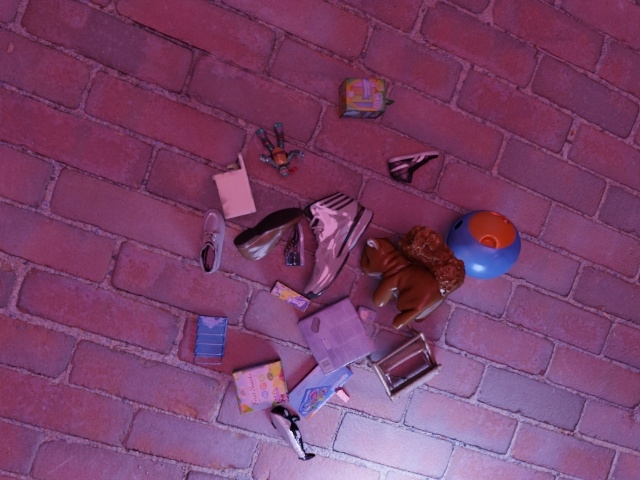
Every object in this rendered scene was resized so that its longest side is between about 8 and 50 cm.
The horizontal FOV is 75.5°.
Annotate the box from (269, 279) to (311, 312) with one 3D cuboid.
[{"bbox_3d":[-0.124,0.233,1.725,0.169,0.054,0.059,32,89,-10],"label":"box"}]

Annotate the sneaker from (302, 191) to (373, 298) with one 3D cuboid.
[{"bbox_3d":[0.000,0.000,1.687,0.258,0.169,0.447,33,79,-6],"label":"sneaker"}]

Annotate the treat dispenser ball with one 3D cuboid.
[{"bbox_3d":[0.676,0.017,1.722,0.288,0.288,0.288,-1,94,-9],"label":"treat dispenser ball"}]

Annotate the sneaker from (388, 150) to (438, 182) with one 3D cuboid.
[{"bbox_3d":[0.402,-0.309,1.768,0.217,0.079,0.121,-10,99,0],"label":"sneaker"}]

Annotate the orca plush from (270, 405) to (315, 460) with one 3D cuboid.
[{"bbox_3d":[-0.103,0.795,1.744,0.102,0.151,0.287,-41,97,-36],"label":"orca plush"}]

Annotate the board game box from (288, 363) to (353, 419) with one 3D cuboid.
[{"bbox_3d":[-0.007,0.625,1.783,0.281,0.027,0.145,-44,97,-4],"label":"board game box"}]

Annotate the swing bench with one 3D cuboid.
[{"bbox_3d":[0.361,0.534,1.768,0.253,0.165,0.254,-31,98,-6],"label":"swing bench"}]

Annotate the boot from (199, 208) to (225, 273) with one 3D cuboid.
[{"bbox_3d":[-0.426,0.003,1.625,0.095,0.123,0.258,1,94,-9],"label":"boot"}]

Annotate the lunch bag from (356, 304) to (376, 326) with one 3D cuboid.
[{"bbox_3d":[0.193,0.326,1.784,0.083,0.053,0.071,19,89,1],"label":"lunch bag"}]

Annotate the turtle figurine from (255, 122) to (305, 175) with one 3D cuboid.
[{"bbox_3d":[-0.166,-0.344,1.649,0.175,0.118,0.234,-19,81,-22],"label":"turtle figurine"}]

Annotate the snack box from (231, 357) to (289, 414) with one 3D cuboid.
[{"bbox_3d":[-0.247,0.602,1.710,0.207,0.070,0.174,-13,86,-7],"label":"snack box"}]

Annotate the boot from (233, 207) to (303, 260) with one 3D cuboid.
[{"bbox_3d":[-0.197,-0.029,1.690,0.305,0.112,0.115,-31,127,-9],"label":"boot"}]

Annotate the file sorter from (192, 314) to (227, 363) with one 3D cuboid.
[{"bbox_3d":[-0.444,0.400,1.659,0.118,0.104,0.170,6,93,-9],"label":"file sorter"}]

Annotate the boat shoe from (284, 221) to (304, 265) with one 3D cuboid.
[{"bbox_3d":[-0.111,0.018,1.707,0.083,0.065,0.183,-3,93,-6],"label":"boat shoe"}]

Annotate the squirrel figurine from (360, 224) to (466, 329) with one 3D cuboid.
[{"bbox_3d":[0.353,0.102,1.658,0.397,0.281,0.370,-50,63,28],"label":"squirrel figurine"}]

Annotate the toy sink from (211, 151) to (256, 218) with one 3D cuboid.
[{"bbox_3d":[-0.341,-0.210,1.611,0.131,0.153,0.234,-14,97,-8],"label":"toy sink"}]

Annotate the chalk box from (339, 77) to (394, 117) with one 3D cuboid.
[{"bbox_3d":[0.192,-0.577,1.684,0.213,0.132,0.132,-2,94,-10],"label":"chalk box"}]

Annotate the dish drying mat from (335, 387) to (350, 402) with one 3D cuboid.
[{"bbox_3d":[0.098,0.675,1.799,0.032,0.008,0.083,-40,119,-3],"label":"dish drying mat"}]

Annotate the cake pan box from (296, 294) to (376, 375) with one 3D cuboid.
[{"bbox_3d":[0.070,0.400,1.729,0.246,0.070,0.266,-29,90,4],"label":"cake pan box"}]
